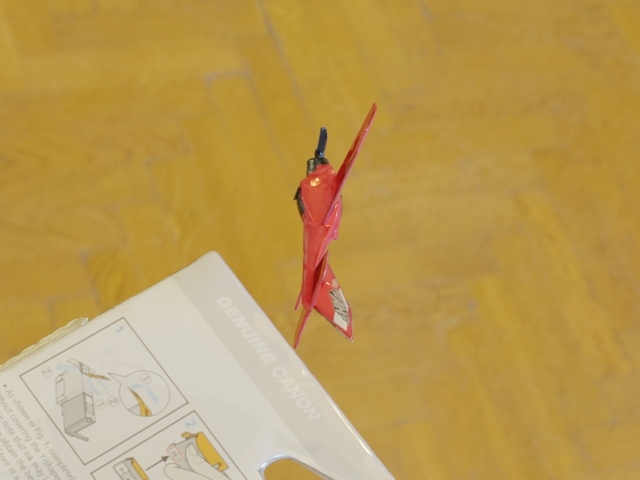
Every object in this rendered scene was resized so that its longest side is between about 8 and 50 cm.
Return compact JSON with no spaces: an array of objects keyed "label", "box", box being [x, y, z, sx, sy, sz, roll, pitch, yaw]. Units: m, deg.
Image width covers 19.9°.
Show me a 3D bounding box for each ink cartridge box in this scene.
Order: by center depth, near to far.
[{"label":"ink cartridge box","box":[-0.068,0.180,0.769,0.261,0.066,0.296,-28,70,-32]}]

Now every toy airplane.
[{"label":"toy airplane","box":[0.000,0.000,1.008,0.028,0.151,0.151,10,55,-13]}]

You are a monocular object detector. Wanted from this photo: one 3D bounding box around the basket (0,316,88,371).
[{"label":"basket","box":[-0.200,0.159,1.508,0.113,0.103,0.167,-31,100,0]}]
